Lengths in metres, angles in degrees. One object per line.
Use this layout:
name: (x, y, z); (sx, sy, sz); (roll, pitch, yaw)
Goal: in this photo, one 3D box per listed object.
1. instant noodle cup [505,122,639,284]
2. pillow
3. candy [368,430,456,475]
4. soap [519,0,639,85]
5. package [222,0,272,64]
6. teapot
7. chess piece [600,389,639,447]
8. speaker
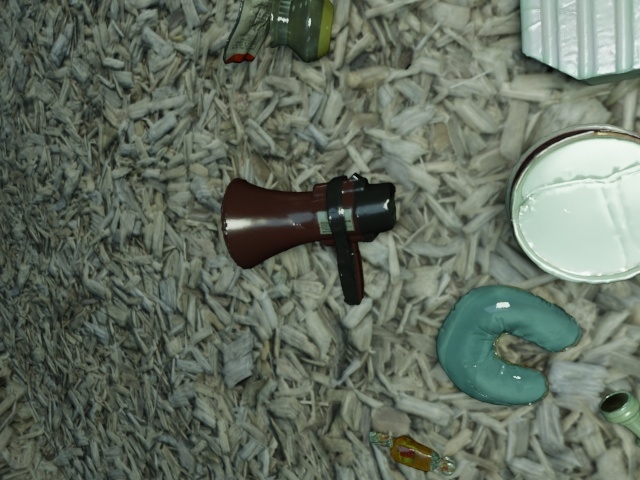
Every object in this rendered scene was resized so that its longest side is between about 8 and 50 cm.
instant noodle cup: (0.386, -0.054, 0.650); (0.243, 0.231, 0.243); (5, 101, 26)
pillow: (0.321, 0.191, 0.808); (0.214, 0.086, 0.233); (23, 110, 18)
candy: (0.188, 0.439, 0.938); (0.182, 0.046, 0.053); (14, 101, 20)
soap: (0.391, -0.382, 0.672); (0.172, 0.095, 0.290); (-3, 97, 28)
package: (-0.118, -0.456, 0.886); (0.040, 0.166, 0.232); (36, 118, 0)
teapot: (-0.035, -0.430, 0.876); (0.119, 0.130, 0.166); (8, 69, -1)
chess piece: (0.532, 0.319, 0.736); (0.149, 0.059, 0.059); (48, 116, 6)
speaker: (-0.017, -0.001, 0.907); (0.329, 0.198, 0.259); (1, 86, 19)
